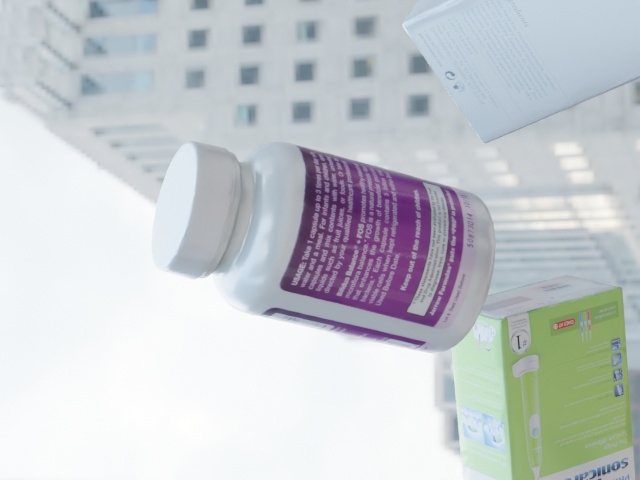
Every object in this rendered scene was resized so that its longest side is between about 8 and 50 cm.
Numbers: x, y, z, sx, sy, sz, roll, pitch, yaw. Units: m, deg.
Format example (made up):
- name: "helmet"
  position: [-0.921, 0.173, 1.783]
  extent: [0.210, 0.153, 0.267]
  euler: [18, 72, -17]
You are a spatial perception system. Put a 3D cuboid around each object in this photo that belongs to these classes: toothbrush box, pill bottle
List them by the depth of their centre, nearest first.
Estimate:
- name: "pill bottle"
  position: [0.000, 0.000, 1.528]
  extent: [0.169, 0.301, 0.169]
  euler: [-166, 90, -69]
- name: "toothbrush box"
  position: [0.294, 0.208, 2.115]
  extent: [0.206, 0.122, 0.283]
  euler: [-14, -77, -29]

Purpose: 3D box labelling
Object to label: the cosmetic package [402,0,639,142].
- name: "cosmetic package"
  position: [0.227, -0.226, 1.377]
  extent: [0.138, 0.225, 0.224]
  euler: [53, -140, -17]
